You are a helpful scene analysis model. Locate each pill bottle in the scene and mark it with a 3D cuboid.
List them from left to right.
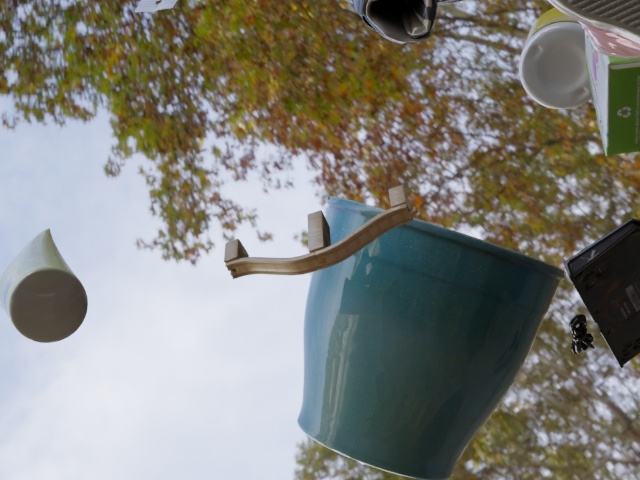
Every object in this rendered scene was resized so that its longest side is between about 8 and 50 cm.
[{"bbox_3d":[0.351,-0.270,1.342,0.119,0.208,0.119,7,-64,14],"label":"pill bottle"}]

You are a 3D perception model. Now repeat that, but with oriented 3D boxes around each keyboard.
[{"bbox_3d":[0.264,0.057,0.846,0.108,0.023,0.180,-39,-45,3],"label":"keyboard"}]

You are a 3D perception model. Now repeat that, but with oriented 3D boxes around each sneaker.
[{"bbox_3d":[0.140,-0.297,1.109,0.226,0.163,0.086,-11,-58,-11],"label":"sneaker"},{"bbox_3d":[0.192,-0.169,0.666,0.134,0.070,0.051,27,-92,-10],"label":"sneaker"}]

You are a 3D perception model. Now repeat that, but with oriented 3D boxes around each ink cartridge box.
[{"bbox_3d":[0.348,-0.252,1.030,0.097,0.188,0.255,-7,-46,12],"label":"ink cartridge box"}]

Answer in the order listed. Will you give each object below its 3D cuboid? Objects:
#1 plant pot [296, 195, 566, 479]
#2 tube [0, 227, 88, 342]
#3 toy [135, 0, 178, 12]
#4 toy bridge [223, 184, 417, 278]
[{"bbox_3d":[0.097,0.112,1.027,0.272,0.272,0.255,18,-90,-26],"label":"plant pot"},{"bbox_3d":[-0.255,0.037,0.836,0.070,0.240,0.062,-13,-79,-22],"label":"tube"},{"bbox_3d":[-0.116,-0.355,1.107,0.056,0.137,0.237,33,-97,-29],"label":"toy"},{"bbox_3d":[0.000,0.000,0.869,0.188,0.063,0.026,-18,-55,11],"label":"toy bridge"}]
